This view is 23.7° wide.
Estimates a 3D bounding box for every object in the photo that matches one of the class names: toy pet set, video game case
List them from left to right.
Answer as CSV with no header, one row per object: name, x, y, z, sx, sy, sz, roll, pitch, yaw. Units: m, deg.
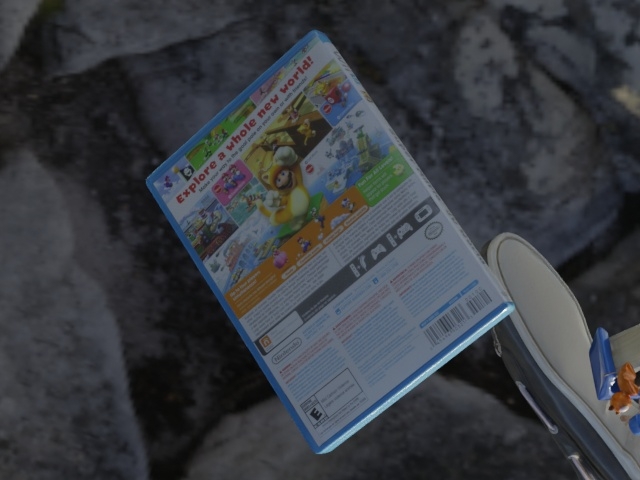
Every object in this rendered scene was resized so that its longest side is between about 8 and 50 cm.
video game case,0.000,0.000,0.725,0.166,0.119,0.015,56,20,18
toy pet set,0.235,0.120,1.152,0.122,0.065,0.114,29,44,-41

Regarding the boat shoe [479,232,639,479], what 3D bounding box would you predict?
boat shoe,0.235,0.144,1.512,0.335,0.095,0.112,53,42,-15
